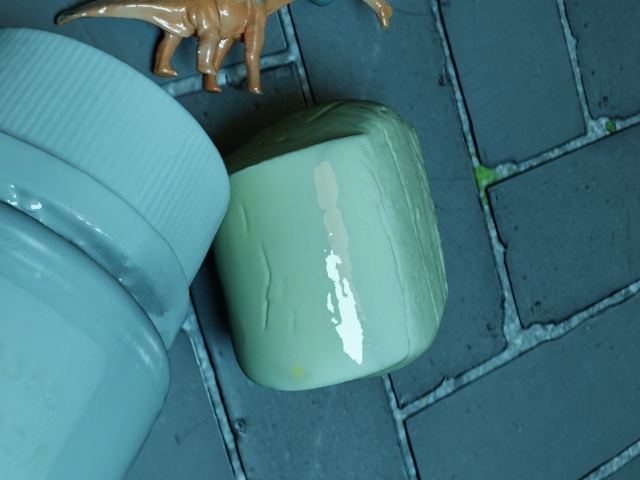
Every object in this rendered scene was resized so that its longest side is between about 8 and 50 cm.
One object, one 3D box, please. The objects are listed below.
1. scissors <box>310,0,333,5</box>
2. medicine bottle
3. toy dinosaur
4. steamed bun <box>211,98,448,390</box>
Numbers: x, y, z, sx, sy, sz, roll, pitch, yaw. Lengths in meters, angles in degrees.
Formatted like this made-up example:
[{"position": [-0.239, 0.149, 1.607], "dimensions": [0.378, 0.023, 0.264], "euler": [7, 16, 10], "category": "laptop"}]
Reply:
[{"position": [-0.032, -0.339, 0.925], "dimensions": [0.138, 0.041, 0.289], "euler": [-2, 91, -28], "category": "scissors"}, {"position": [-0.204, 0.051, 0.667], "dimensions": [0.245, 0.245, 0.306], "euler": [42, 57, -27], "category": "medicine bottle"}, {"position": [-0.064, -0.164, 0.884], "dimensions": [0.279, 0.055, 0.101], "euler": [1, 98, -35], "category": "toy dinosaur"}, {"position": [0.000, 0.000, 0.853], "dimensions": [0.250, 0.154, 0.200], "euler": [-35, 113, -73], "category": "steamed bun"}]
